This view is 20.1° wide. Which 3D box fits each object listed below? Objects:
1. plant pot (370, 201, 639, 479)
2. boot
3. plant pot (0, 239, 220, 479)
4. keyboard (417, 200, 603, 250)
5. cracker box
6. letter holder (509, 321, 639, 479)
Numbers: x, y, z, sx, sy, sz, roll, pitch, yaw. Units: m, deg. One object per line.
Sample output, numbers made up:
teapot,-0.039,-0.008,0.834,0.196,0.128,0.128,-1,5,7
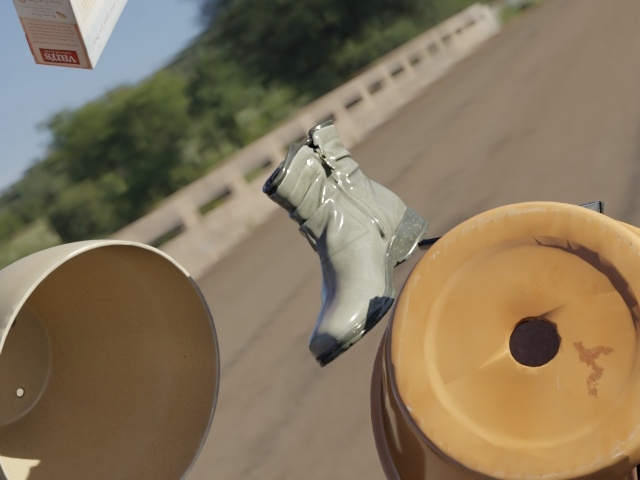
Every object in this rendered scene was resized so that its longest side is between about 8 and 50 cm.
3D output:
plant pot,0.163,0.097,1.287,0.291,0.291,0.203,-29,-24,3
boot,0.000,0.000,1.726,0.083,0.161,0.246,-37,15,37
plant pot,-0.266,0.132,1.796,0.191,0.284,0.284,7,30,44
keyboard,0.177,-0.010,1.606,0.108,0.023,0.180,-13,1,-32
cracker box,-0.239,-0.294,1.673,0.067,0.232,0.155,6,51,17
letter holder,0.289,0.160,1.812,0.214,0.302,0.152,-10,2,17
